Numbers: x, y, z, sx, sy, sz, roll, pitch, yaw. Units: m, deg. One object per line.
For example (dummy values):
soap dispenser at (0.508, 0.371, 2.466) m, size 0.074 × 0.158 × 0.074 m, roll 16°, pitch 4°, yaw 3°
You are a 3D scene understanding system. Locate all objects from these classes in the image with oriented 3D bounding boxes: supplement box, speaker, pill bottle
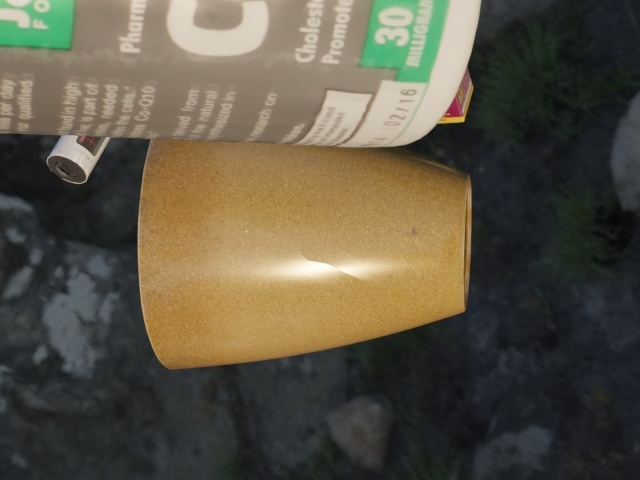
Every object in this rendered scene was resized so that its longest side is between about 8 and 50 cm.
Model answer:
supplement box at (0.115, -0.160, 1.142) m, size 0.043 × 0.083 × 0.055 m, roll -1°, pitch 46°, yaw 24°
speaker at (-0.289, -0.138, 1.481) m, size 0.055 × 0.055 × 0.136 m, roll -15°, pitch 42°, yaw 46°
pill bottle at (-0.114, -0.154, 0.620) m, size 0.204 × 0.361 × 0.204 m, roll 180°, pitch 90°, yaw -74°

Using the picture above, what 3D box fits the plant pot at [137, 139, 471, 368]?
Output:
plant pot at (0.000, 0.000, 1.021) m, size 0.255 × 0.237 × 0.237 m, roll 3°, pitch 62°, yaw 9°
